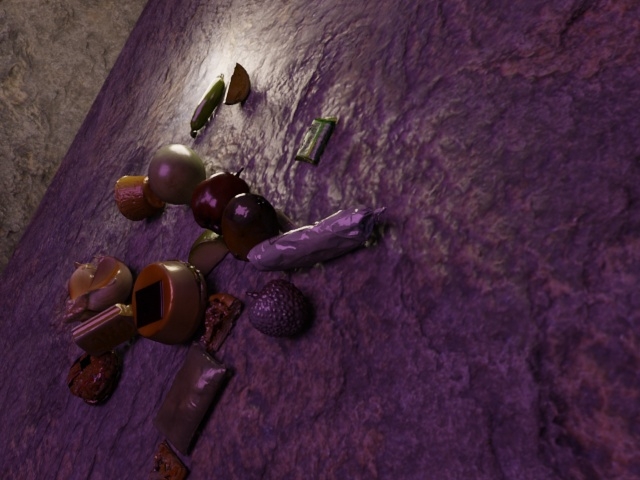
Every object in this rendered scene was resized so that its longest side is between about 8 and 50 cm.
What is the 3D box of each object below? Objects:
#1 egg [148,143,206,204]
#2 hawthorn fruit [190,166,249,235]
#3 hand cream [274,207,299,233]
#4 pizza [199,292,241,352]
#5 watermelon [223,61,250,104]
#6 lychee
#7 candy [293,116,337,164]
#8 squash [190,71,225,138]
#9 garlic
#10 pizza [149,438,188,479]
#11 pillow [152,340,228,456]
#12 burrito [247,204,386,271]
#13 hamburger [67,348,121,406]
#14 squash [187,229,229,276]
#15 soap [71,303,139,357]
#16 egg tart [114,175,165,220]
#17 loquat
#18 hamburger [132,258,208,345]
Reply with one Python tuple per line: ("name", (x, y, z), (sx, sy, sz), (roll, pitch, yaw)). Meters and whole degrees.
("egg", (-0.562, -0.268, 1.973), (0.218, 0.218, 0.296), (-42, 33, 17))
("hawthorn fruit", (-0.325, -0.147, 1.723), (0.207, 0.208, 0.248), (0, 55, 41))
("hand cream", (-0.111, -0.052, 1.594), (0.061, 0.039, 0.143), (-46, 55, 5))
("pizza", (-0.336, 0.260, 1.596), (0.154, 0.069, 0.194), (3, 71, 43))
("watermelon", (-0.346, -0.627, 2.063), (0.075, 0.091, 0.182), (2, 77, 56))
("lychee", (-0.126, 0.183, 1.384), (0.197, 0.165, 0.165), (36, 94, 12))
("candy", (-0.014, -0.332, 1.653), (0.102, 0.032, 0.179), (19, 80, 41))
("squash", (-0.489, -0.592, 2.182), (0.071, 0.080, 0.319), (26, 87, 7))
("garlic", (-0.910, 0.198, 2.039), (0.286, 0.249, 0.313), (-62, 22, 19))
("pizza", (-0.467, 0.682, 1.513), (0.184, 0.036, 0.176), (-31, 51, 25))
("pillow", (-0.399, 0.474, 1.533), (0.184, 0.074, 0.303), (27, 89, 37))
("burrito", (0.000, 0.000, 1.394), (0.445, 0.139, 0.101), (-20, 52, 28))
("hamburger", (-0.854, 0.507, 1.901), (0.230, 0.107, 0.231), (-21, 49, 27))
("squash", (-0.427, 0.022, 1.792), (0.192, 0.085, 0.184), (-44, 47, 13))
("soap", (-0.766, 0.321, 1.838), (0.231, 0.140, 0.073), (-30, 49, -5))
("egg tart", (-0.751, -0.190, 2.130), (0.147, 0.202, 0.203), (-10, 61, 22))
("loquat", (-0.218, -0.041, 1.552), (0.179, 0.179, 0.228), (34, 135, 46))
("hamburger", (-0.500, 0.203, 1.690), (0.300, 0.176, 0.301), (-11, 73, 38))
